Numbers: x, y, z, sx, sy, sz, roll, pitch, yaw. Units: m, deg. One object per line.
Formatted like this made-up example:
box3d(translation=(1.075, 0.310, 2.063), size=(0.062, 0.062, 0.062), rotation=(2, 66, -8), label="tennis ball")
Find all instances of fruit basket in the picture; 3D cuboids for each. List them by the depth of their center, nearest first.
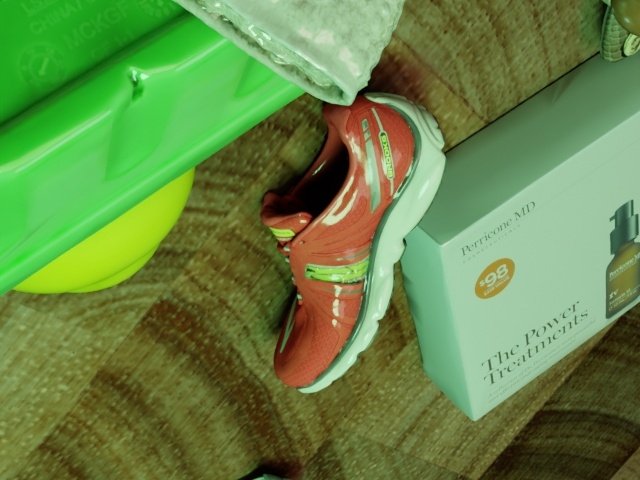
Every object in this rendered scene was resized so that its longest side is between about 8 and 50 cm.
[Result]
box3d(translation=(-0.166, -0.100, 0.645), size=(0.392, 0.392, 0.283), rotation=(-35, 98, -13), label="fruit basket")

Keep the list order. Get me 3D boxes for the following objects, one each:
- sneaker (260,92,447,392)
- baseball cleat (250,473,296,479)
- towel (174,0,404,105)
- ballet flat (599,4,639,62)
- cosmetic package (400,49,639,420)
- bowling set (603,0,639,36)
box3d(translation=(0.000, 0.000, 0.979), size=(0.118, 0.107, 0.279), rotation=(9, 116, -25), label="sneaker")
box3d(translation=(-0.096, 0.317, 1.191), size=(0.109, 0.072, 0.205), rotation=(28, 99, -36), label="baseball cleat")
box3d(translation=(-0.055, -0.207, 0.473), size=(0.282, 0.049, 0.187), rotation=(33, 77, -15), label="towel")
box3d(translation=(0.312, -0.263, 1.018), size=(0.084, 0.058, 0.249), rotation=(-29, 144, -58), label="ballet flat")
box3d(translation=(0.256, -0.026, 1.166), size=(0.377, 0.097, 0.284), rotation=(-34, 138, -14), label="cosmetic package")
box3d(translation=(0.218, -0.250, 0.855), size=(0.287, 0.200, 0.154), rotation=(-5, 126, -44), label="bowling set")
